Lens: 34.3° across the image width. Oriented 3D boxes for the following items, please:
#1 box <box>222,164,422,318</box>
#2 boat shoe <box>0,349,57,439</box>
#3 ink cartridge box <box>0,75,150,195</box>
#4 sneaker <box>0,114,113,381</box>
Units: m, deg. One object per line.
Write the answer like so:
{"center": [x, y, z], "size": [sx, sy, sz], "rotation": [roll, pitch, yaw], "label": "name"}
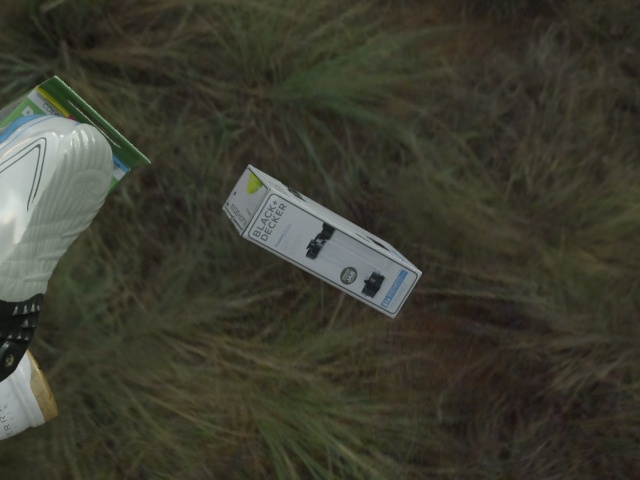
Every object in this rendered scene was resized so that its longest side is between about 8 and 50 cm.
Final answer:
{"center": [0.000, 0.000, 1.637], "size": [0.290, 0.169, 0.087], "rotation": [29, 97, -20], "label": "box"}
{"center": [-0.335, 0.081, 0.925], "size": [0.096, 0.098, 0.277], "rotation": [-29, 43, -22], "label": "boat shoe"}
{"center": [-0.241, -0.075, 0.927], "size": [0.109, 0.209, 0.062], "rotation": [45, 70, -20], "label": "ink cartridge box"}
{"center": [-0.199, 0.013, 0.591], "size": [0.086, 0.085, 0.237], "rotation": [2, 41, 20], "label": "sneaker"}
